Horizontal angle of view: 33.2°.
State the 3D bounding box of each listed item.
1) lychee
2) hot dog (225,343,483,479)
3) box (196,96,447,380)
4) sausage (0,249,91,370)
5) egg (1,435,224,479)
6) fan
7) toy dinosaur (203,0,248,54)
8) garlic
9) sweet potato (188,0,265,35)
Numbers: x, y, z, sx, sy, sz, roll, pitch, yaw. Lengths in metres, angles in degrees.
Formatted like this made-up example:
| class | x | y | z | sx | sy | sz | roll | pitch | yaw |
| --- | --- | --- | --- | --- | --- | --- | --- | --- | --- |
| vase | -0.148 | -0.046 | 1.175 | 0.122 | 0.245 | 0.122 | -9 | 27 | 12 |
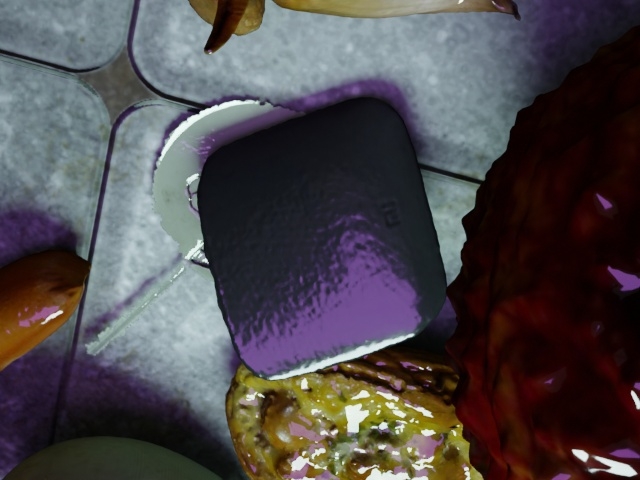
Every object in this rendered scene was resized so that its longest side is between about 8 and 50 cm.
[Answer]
| class | x | y | z | sx | sy | sz | roll | pitch | yaw |
| --- | --- | --- | --- | --- | --- | --- | --- | --- | --- |
| lychee | 0.308 | 0.030 | 0.755 | 0.425 | 0.424 | 0.500 | 36 | 75 | -12 |
| hot dog | 0.045 | 0.174 | 0.993 | 0.272 | 0.122 | 0.196 | 14 | 111 | -4 |
| box | 0.000 | 0.000 | 0.918 | 0.201 | 0.042 | 0.212 | -18 | 89 | 10 |
| sausage | -0.337 | 0.097 | 1.007 | 0.300 | 0.089 | 0.083 | -33 | 103 | 19 |
| egg | -0.181 | 0.302 | 1.022 | 0.295 | 0.218 | 0.218 | 12 | 117 | -9 |
| fan | -0.106 | 0.006 | 0.983 | 0.191 | 0.009 | 0.329 | 41 | 110 | -16 |
| toy dinosaur | -0.063 | -0.358 | 0.726 | 0.208 | 0.097 | 0.432 | 26 | 95 | 8 |
| garlic | 0.040 | -0.223 | 0.800 | 0.207 | 0.128 | 0.115 | 0 | 91 | -34 |
| sweet potato | -0.164 | -0.294 | 0.792 | 0.354 | 0.095 | 0.106 | 39 | 118 | -14 |
